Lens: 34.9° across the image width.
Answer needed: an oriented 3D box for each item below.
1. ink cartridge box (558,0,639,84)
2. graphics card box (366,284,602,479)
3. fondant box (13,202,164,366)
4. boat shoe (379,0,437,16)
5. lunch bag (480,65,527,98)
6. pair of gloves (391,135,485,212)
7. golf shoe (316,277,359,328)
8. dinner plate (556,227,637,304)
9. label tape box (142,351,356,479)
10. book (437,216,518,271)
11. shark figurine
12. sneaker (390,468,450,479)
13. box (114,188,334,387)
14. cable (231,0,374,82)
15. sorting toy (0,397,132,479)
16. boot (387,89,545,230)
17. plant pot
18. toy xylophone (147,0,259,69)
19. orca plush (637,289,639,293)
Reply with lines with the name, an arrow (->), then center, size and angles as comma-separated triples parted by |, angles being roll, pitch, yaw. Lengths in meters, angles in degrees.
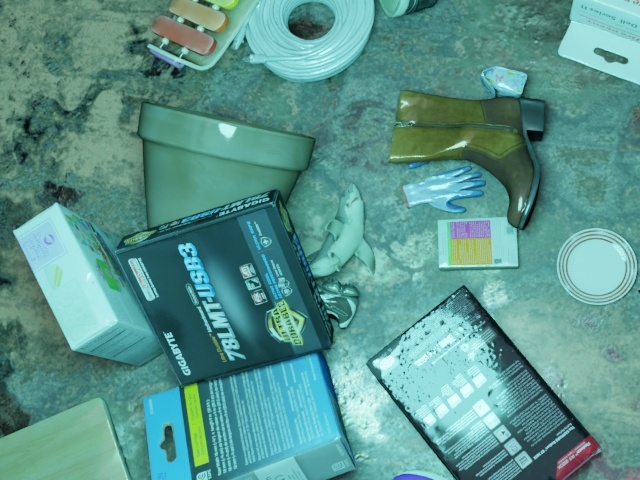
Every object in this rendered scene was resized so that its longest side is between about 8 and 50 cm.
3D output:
ink cartridge box -> 0.600, -0.486, 1.892 | 0.207, 0.119, 0.353 | 23, 83, 13
graphics card box -> 0.281, 0.291, 1.796 | 0.233, 0.094, 0.371 | -40, 77, 0
fondant box -> -0.392, 0.089, 1.824 | 0.096, 0.330, 0.238 | -31, 75, 2
boat shoe -> 0.152, -0.594, 1.996 | 0.113, 0.127, 0.340 | -7, 67, -22
lunch bag -> 0.342, -0.293, 1.919 | 0.083, 0.071, 0.053 | 19, 85, 9
pair of gloves -> 0.223, -0.141, 1.932 | 0.159, 0.023, 0.198 | -12, 76, 7
golf shoe -> -0.030, 0.110, 1.893 | 0.198, 0.077, 0.093 | 11, 81, 12
dinner plate -> 0.501, 0.048, 1.850 | 0.141, 0.017, 0.141 | -2, 79, 10
label tape box -> -0.130, 0.336, 1.793 | 0.334, 0.106, 0.240 | -21, 43, 4
book -> 0.290, 0.006, 1.886 | 0.144, 0.035, 0.096 | -2, 75, 8
shark figurine -> -0.008, 0.025, 1.881 | 0.116, 0.278, 0.166 | -10, 109, 44
sneaker -> 0.209, 0.496, 1.692 | 0.293, 0.146, 0.102 | 30, 127, 31
box -> -0.160, 0.089, 1.761 | 0.293, 0.073, 0.295 | -16, 113, 10
cable -> -0.021, -0.433, 1.999 | 0.257, 0.089, 0.257 | 15, 80, 11
sorting toy -> -0.467, 0.458, 1.883 | 0.257, 0.089, 0.255 | -23, 76, 4
boot -> 0.262, -0.152, 1.869 | 0.280, 0.096, 0.264 | 4, 78, 10
plant pot -> -0.191, -0.085, 1.864 | 0.323, 0.323, 0.280 | 12, 97, 11
toy xylophone -> -0.219, -0.472, 1.992 | 0.236, 0.081, 0.322 | 21, 80, 42
orca plush -> 0.599, 0.222, 1.758 | 0.102, 0.151, 0.287 | -27, 76, 35
